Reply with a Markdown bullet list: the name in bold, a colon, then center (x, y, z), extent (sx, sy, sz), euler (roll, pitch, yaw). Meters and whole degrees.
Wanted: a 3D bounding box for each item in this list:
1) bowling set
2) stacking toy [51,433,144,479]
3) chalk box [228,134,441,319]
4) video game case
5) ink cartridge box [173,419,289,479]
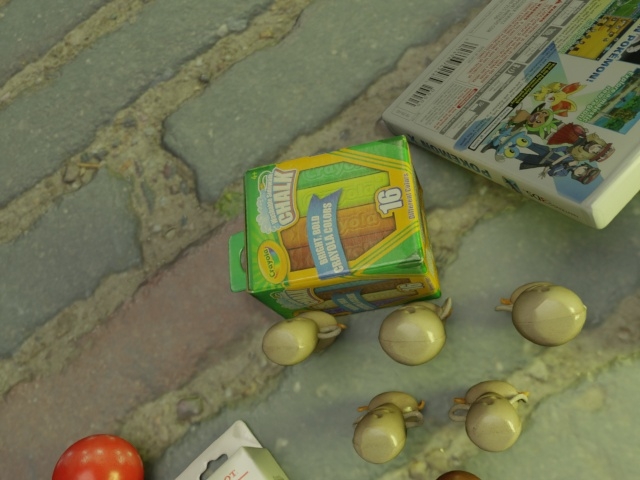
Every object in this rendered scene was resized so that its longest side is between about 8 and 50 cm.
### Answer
- **bowling set**: center (0.096, 0.144, 0.571), extent (0.286, 0.154, 0.200), euler (-5, 89, 14)
- **stacking toy**: center (-0.212, 0.351, 0.589), extent (0.141, 0.141, 0.331), euler (-10, 62, 14)
- **chalk box**: center (0.000, 0.000, 0.639), extent (0.212, 0.132, 0.133), euler (-12, 67, 13)
- **video game case**: center (0.256, -0.189, 0.614), extent (0.329, 0.036, 0.300), euler (-46, 38, -3)
- **ink cartridge box**: center (-0.070, 0.277, 0.594), extent (0.115, 0.067, 0.198), euler (-43, 64, -1)
